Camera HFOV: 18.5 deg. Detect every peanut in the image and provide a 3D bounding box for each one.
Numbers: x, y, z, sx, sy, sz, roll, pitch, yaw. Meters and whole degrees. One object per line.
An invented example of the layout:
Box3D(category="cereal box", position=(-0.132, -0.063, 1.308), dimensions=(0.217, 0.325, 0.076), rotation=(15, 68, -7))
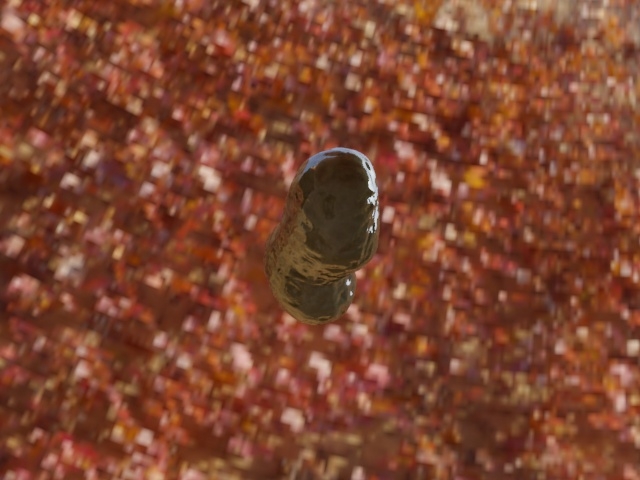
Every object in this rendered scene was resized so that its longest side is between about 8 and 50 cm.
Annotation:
Box3D(category="peanut", position=(0.000, 0.000, 0.667), dimensions=(0.037, 0.037, 0.083), rotation=(15, -32, 0))
